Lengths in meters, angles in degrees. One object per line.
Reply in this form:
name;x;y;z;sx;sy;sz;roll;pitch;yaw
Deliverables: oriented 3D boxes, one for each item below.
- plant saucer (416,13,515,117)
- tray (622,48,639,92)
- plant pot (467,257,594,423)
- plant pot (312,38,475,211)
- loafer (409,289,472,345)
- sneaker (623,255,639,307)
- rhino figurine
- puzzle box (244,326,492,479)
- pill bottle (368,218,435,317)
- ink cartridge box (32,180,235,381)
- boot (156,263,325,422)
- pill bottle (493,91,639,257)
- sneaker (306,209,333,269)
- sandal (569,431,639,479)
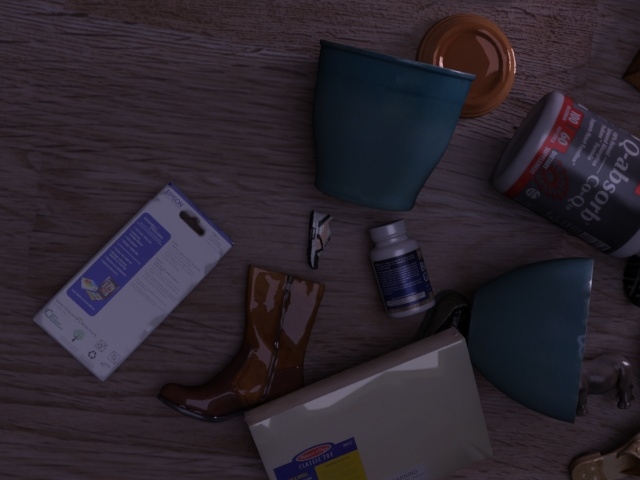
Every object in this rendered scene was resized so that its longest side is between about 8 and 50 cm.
plant saucer;0.281;-0.334;1.593;0.200;0.037;0.200;0;91;-12
tray;0.831;-0.294;1.691;0.411;0.076;0.203;35;84;-11
plant pot;0.370;0.164;1.494;0.195;0.290;0.290;7;89;17
plant pot;0.106;-0.193;1.457;0.272;0.271;0.255;10;103;-12
loafer;0.214;0.212;1.561;0.094;0.087;0.251;21;87;-11
sneaker;0.671;0.036;1.659;0.094;0.081;0.208;17;87;-14
rhino figurine;0.504;0.281;1.632;0.243;0.073;0.106;-7;96;-10
puzzle box;0.093;0.346;1.501;0.409;0.052;0.272;-20;115;-8
pill bottle;0.145;0.050;1.541;0.094;0.094;0.169;-18;95;-11
ink cartridge box;-0.321;0.069;1.460;0.332;0.065;0.165;-45;99;-6
boot;-0.137;0.182;1.484;0.264;0.096;0.280;11;88;-11
pill bottle;0.520;-0.097;1.532;0.363;0.210;0.210;30;85;0
sneaker;0.000;0.000;1.538;0.044;0.040;0.109;7;90;-14
sandal;0.606;0.433;1.614;0.240;0.079;0.088;-23;106;9
